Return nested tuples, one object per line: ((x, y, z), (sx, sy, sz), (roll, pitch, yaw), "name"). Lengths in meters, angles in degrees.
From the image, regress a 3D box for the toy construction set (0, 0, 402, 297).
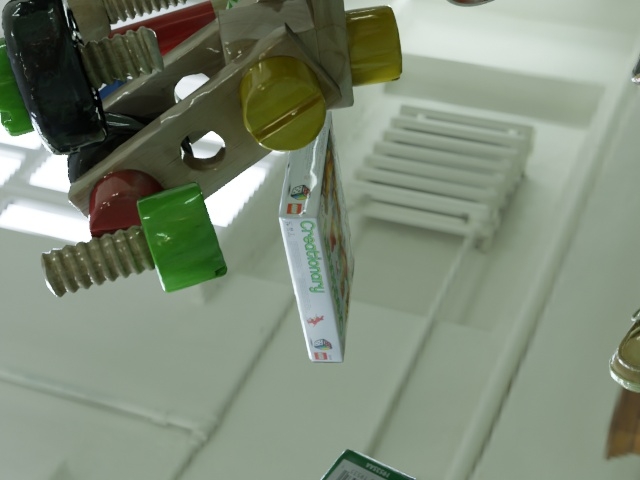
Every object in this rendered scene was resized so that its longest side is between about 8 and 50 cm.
((-0.025, -0.138, 0.558), (0.309, 0.237, 0.257), (-141, 34, -83), "toy construction set")

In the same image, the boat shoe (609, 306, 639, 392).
((0.244, 0.038, 0.801), (0.153, 0.056, 0.048), (-35, -50, -15), "boat shoe")

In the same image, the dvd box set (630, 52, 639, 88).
((0.371, -0.075, 0.648), (0.420, 0.062, 0.307), (37, -115, -18), "dvd box set")

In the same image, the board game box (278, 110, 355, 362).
((0.000, 0.000, 1.679), (0.305, 0.053, 0.193), (79, -166, -48), "board game box")

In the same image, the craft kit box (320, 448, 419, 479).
((0.124, 0.200, 0.409), (0.061, 0.250, 0.246), (-48, -53, -21), "craft kit box")

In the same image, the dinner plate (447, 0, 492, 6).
((0.155, -0.255, 1.043), (0.141, 0.017, 0.141), (-28, -26, -15), "dinner plate")
